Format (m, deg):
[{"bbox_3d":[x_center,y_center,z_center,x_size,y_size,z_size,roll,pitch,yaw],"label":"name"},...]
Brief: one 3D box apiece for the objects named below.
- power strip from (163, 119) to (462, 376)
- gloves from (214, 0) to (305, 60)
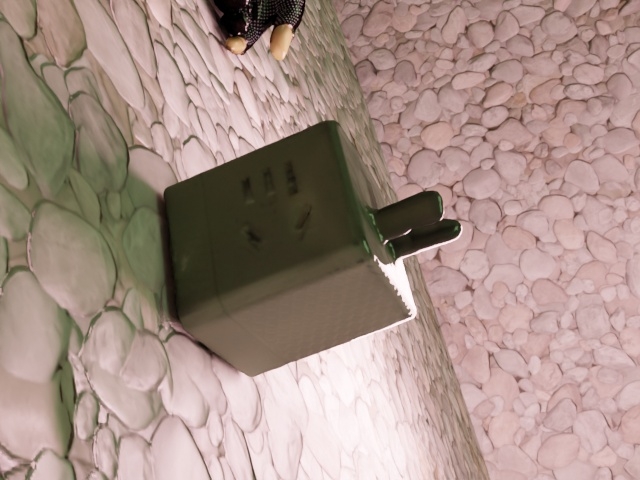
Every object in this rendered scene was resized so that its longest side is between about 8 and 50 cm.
[{"bbox_3d":[0.000,0.000,0.698,0.139,0.224,0.140,51,21,-53],"label":"power strip"},{"bbox_3d":[-0.100,-0.309,1.133,0.129,0.106,0.181,59,45,-34],"label":"gloves"}]
